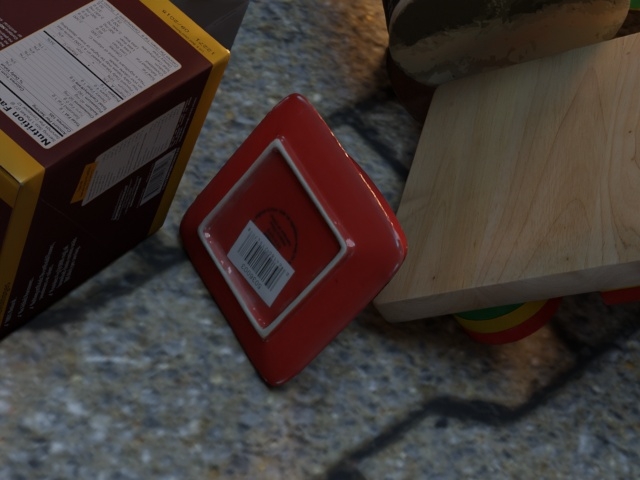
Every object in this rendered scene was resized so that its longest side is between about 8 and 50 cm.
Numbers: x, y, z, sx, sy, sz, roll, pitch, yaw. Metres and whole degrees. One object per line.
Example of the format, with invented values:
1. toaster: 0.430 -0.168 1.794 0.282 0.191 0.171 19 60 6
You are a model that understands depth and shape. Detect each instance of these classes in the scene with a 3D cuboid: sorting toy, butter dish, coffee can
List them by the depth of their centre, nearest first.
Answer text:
1. butter dish: 0.000 0.000 0.998 0.118 0.160 0.160 0 50 -53
2. sorting toy: 0.195 -0.035 1.052 0.089 0.255 0.257 55 38 -34
3. coffee can: 0.136 -0.295 1.173 0.202 0.201 0.275 2 63 -22

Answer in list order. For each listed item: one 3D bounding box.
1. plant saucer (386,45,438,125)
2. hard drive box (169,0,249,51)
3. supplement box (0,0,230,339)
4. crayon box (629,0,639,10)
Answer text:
1. plant saucer: 0.143 -0.150 1.244 0.168 0.029 0.168 12 50 -14
2. hard drive box: -0.183 -0.255 1.145 0.181 0.089 0.232 -4 55 -27
3. supplement box: -0.192 -0.061 0.912 0.129 0.191 0.194 41 48 11
4. crayon box: 0.406 -0.280 1.316 0.323 0.083 0.203 18 36 40
